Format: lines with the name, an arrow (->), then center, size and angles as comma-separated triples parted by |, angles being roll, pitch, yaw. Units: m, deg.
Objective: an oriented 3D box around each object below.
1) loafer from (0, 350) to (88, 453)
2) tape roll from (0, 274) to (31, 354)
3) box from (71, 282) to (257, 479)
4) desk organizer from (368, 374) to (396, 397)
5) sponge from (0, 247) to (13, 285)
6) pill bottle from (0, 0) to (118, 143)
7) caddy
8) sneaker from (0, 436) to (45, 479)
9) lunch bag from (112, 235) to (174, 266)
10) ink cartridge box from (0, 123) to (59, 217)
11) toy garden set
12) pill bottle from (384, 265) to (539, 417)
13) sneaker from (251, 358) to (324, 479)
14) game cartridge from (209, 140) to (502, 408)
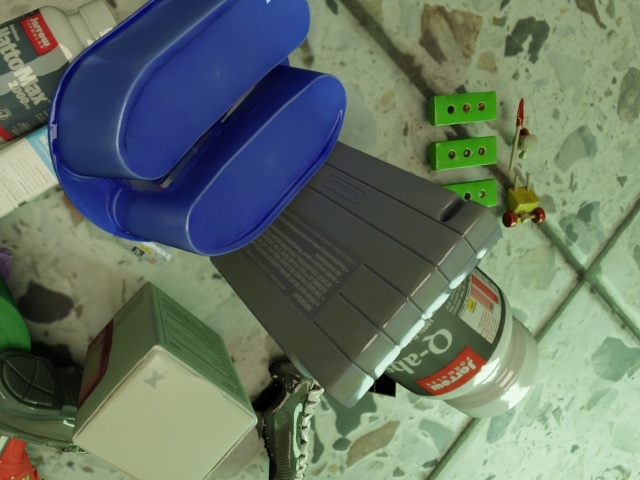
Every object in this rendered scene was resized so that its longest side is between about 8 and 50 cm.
loafer -> -0.325, 0.209, 0.629 | 0.084, 0.096, 0.268 | -29, 145, 0
tape roll -> -0.468, 0.130, 0.496 | 0.321, 0.077, 0.321 | -31, 145, -24
box -> -0.193, 0.170, 0.626 | 0.127, 0.232, 0.148 | -47, 113, -5
desk organizer -> 0.067, 0.214, 0.830 | 0.130, 0.050, 0.047 | 18, 96, -23
sponge -> -0.468, 0.061, 0.564 | 0.210, 0.031, 0.117 | 6, 104, -49
pill bottle -> -0.305, -0.194, 0.568 | 0.180, 0.108, 0.108 | -31, 111, -11
caddy -> -0.133, -0.144, 0.587 | 0.341, 0.179, 0.241 | -51, 133, -23
sneaker -> -0.414, 0.308, 0.667 | 0.118, 0.107, 0.279 | 21, 90, -49
lunch bag -> -0.225, -0.004, 0.655 | 0.071, 0.083, 0.053 | 34, 89, -24
ink cartridge box -> -0.357, -0.066, 0.581 | 0.180, 0.104, 0.060 | -34, 112, -10
toy garden set -> 0.266, -0.114, 0.828 | 0.203, 0.049, 0.245 | -9, 105, -16
pill bottle -> 0.141, 0.100, 0.743 | 0.363, 0.210, 0.210 | 37, 88, -23
sneaker -> -0.065, 0.286, 0.789 | 0.106, 0.078, 0.235 | 12, 94, -19
game cartridge -> 0.000, 0.000, 0.594 | 0.230, 0.355, 0.068 | -51, 129, -1
